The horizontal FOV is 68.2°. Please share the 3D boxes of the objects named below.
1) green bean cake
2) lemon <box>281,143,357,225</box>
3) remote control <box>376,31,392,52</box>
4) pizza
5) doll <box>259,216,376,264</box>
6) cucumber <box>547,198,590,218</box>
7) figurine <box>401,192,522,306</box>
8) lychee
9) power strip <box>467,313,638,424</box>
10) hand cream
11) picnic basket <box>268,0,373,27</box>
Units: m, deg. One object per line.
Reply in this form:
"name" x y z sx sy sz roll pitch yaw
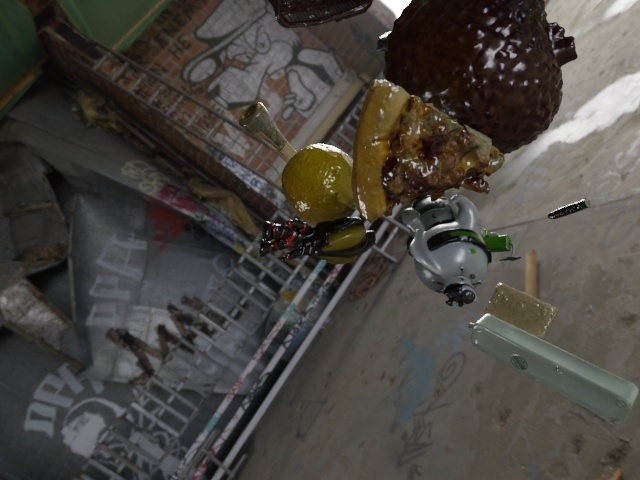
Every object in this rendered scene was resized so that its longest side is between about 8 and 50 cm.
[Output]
"green bean cake" 0.583 0.207 1.380 0.085 0.179 0.109 22 -84 -60
"lemon" 0.006 -0.134 1.152 0.192 0.231 0.192 -34 -30 -23
"remote control" 0.261 -0.567 1.331 0.399 0.144 0.062 -119 38 -70
"pizza" 0.126 -0.086 0.505 0.069 0.193 0.154 -134 44 -61
"doll" 0.000 0.003 0.981 0.127 0.248 0.088 146 123 -69
"cucumber" 0.773 -0.094 1.479 0.133 0.032 0.032 -31 23 53
"figurine" 0.177 0.009 0.658 0.126 0.147 0.192 -44 35 35
"lychee" 0.221 -0.241 0.677 0.261 0.260 0.260 -51 8 10
"power strip" 0.524 0.286 1.119 0.062 0.385 0.091 -33 -47 -32
"hand cream" -0.139 -0.294 1.340 0.084 0.203 0.084 -22 46 25
"picnic basket" -0.008 -0.654 1.147 0.296 0.129 0.223 -22 -42 -19
